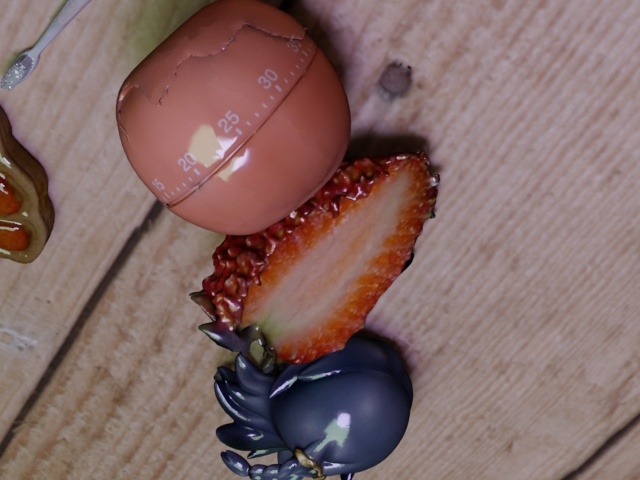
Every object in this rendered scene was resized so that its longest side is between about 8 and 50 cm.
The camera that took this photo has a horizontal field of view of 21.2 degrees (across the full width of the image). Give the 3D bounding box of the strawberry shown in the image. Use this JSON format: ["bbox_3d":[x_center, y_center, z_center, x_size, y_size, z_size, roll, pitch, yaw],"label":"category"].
[{"bbox_3d":[0.000,0.000,1.899,0.306,0.138,0.233,-46,144,7],"label":"strawberry"}]

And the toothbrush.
[{"bbox_3d":[-0.266,-0.250,1.833,0.025,0.029,0.307,42,132,-9],"label":"toothbrush"}]

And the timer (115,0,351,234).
[{"bbox_3d":[-0.089,-0.127,1.745,0.229,0.229,0.215,-30,107,38],"label":"timer"}]

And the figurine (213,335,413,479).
[{"bbox_3d":[-0.016,0.206,2.076,0.265,0.197,0.175,-30,152,35],"label":"figurine"}]

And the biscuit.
[{"bbox_3d":[-0.496,-0.067,2.068,0.359,0.074,0.381,2,129,21],"label":"biscuit"}]
